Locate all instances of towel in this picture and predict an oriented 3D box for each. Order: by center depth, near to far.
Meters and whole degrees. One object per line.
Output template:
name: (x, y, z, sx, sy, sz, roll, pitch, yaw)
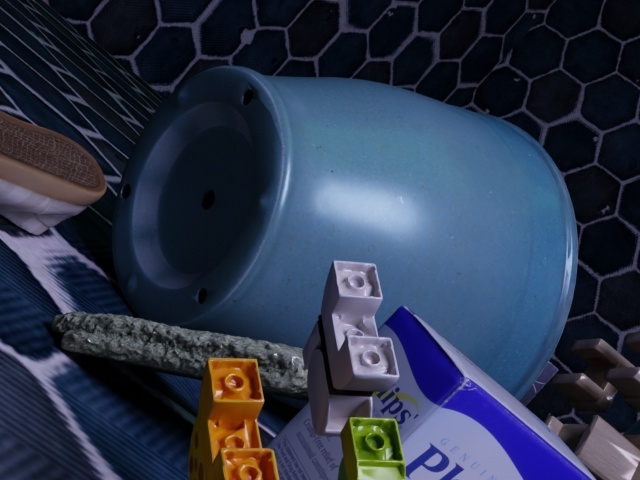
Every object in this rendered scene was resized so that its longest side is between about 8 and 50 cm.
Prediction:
towel: (-0.058, 0.062, 0.624, 0.148, 0.027, 0.110, 8, -9, 23)

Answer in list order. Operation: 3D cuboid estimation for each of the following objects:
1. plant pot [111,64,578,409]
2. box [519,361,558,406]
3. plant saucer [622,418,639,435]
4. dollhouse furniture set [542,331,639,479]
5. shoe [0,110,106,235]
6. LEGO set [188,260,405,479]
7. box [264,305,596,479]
plant pot: (0.000, 0.000, 0.849, 0.255, 0.271, 0.271, 18, 19, -41)
box: (0.109, 0.108, 1.283, 0.247, 0.163, 0.142, 41, 2, -5)
plant saucer: (0.372, 0.310, 1.076, 0.317, 0.044, 0.317, 168, -90, -72)
dollhouse furniture set: (0.240, 0.221, 1.049, 0.161, 0.212, 0.242, 40, -23, -15)
shoe: (-0.219, -0.058, 0.684, 0.219, 0.058, 0.076, 32, 30, -49)
LEGO set: (-0.013, 0.121, 0.423, 0.087, 0.093, 0.227, 6, 48, -18)
box: (0.046, 0.127, 0.578, 0.126, 0.137, 0.072, 40, 5, -32)
